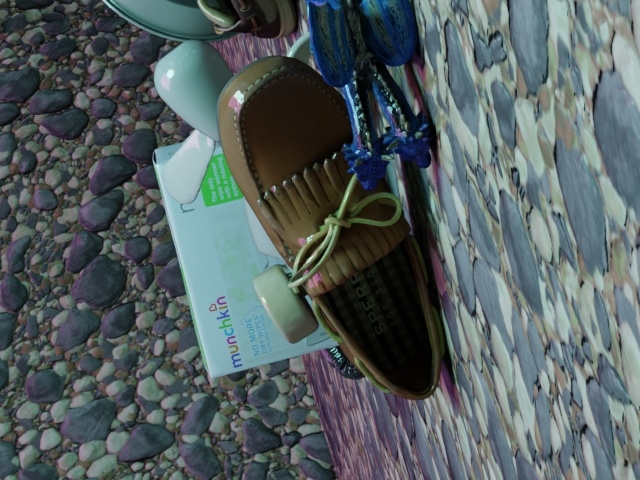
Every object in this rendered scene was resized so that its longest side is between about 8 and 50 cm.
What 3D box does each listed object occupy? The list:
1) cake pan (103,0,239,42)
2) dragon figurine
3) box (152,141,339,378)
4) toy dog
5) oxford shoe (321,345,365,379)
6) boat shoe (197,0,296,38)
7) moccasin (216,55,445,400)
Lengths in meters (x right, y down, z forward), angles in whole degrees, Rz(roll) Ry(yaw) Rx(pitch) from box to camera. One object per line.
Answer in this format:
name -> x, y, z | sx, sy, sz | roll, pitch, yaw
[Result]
cake pan -> -0.207, -0.413, 2.137 | 0.054, 0.293, 0.293 | -51, 48, 48
dragon figurine -> 0.026, -0.178, 1.198 | 0.144, 0.085, 0.289 | -114, 7, -51
box -> -0.054, -0.003, 1.739 | 0.127, 0.231, 0.262 | -126, 22, -76
toy dog -> -0.049, -0.066, 1.540 | 0.161, 0.220, 0.333 | -126, 22, -70
oxford shoe -> 0.030, 0.092, 2.044 | 0.096, 0.083, 0.227 | 40, -153, -59
boat shoe -> -0.100, -0.326, 1.914 | 0.342, 0.123, 0.123 | 157, 99, -85
moccasin -> 0.018, -0.001, 1.364 | 0.147, 0.139, 0.380 | 50, 163, 56
